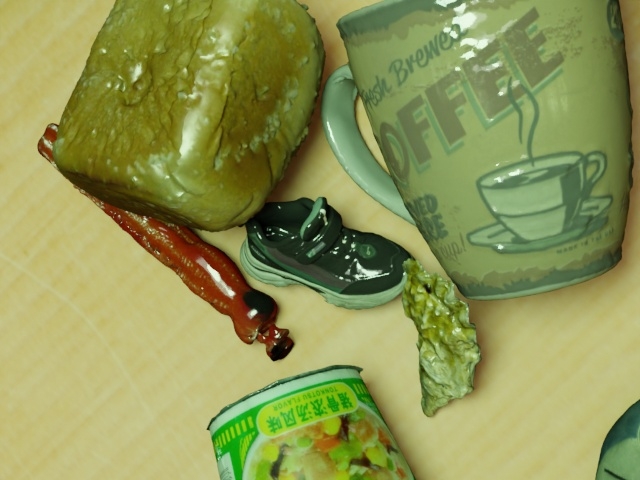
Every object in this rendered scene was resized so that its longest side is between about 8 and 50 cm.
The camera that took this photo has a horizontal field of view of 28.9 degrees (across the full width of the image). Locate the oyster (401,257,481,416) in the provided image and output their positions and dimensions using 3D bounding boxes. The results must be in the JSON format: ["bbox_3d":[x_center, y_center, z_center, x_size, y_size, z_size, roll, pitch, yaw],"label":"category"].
[{"bbox_3d":[0.101,0.076,1.075,0.045,0.146,0.122,-14,71,-11],"label":"oyster"}]

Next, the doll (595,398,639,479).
[{"bbox_3d":[0.298,0.246,0.973,0.228,0.154,0.258,0,97,52],"label":"doll"}]

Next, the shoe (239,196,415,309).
[{"bbox_3d":[0.000,0.000,1.107,0.169,0.099,0.071,11,57,18],"label":"shoe"}]

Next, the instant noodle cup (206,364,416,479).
[{"bbox_3d":[0.005,0.241,1.053,0.207,0.207,0.233,-27,71,12],"label":"instant noodle cup"}]

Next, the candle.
[{"bbox_3d":[-0.150,-0.007,1.183,0.329,0.048,0.051,40,104,16],"label":"candle"}]

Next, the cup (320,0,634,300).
[{"bbox_3d":[0.121,-0.084,1.048,0.301,0.227,0.257,-7,97,45],"label":"cup"}]

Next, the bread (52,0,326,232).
[{"bbox_3d":[-0.098,-0.131,1.106,0.195,0.176,0.246,17,82,39],"label":"bread"}]
